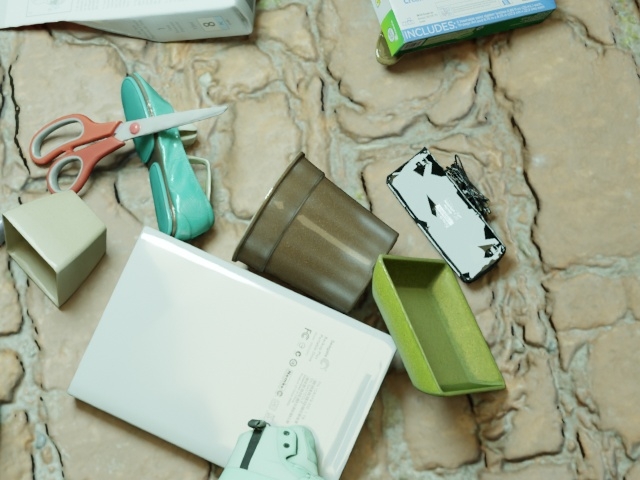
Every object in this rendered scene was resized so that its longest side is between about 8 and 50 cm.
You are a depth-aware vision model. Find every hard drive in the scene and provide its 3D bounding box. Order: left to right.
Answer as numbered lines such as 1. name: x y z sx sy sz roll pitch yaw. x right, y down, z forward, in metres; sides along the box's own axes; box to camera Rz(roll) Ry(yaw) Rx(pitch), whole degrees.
1. hard drive: -0.108 0.159 1.487 0.353 0.047 0.233 24 85 7

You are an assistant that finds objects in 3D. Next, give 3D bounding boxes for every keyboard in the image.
1. keyboard: 0.179 -0.037 1.593 0.100 0.038 0.192 -36 70 2

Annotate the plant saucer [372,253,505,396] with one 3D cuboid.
1. plant saucer: 0.138 0.113 1.480 0.045 0.188 0.188 -32 71 27

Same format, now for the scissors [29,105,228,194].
1. scissors: -0.259 -0.151 1.561 0.297 0.021 0.109 -26 73 21

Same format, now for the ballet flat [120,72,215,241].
1. ballet flat: -0.198 -0.113 1.595 0.087 0.083 0.247 -8 69 -29

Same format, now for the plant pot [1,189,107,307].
1. plant pot: -0.335 0.001 1.536 0.096 0.109 0.109 -38 75 -26

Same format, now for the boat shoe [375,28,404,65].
1. boat shoe: 0.112 -0.296 1.671 0.050 0.045 0.135 28 69 0

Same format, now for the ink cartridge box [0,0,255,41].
1. ink cartridge box: -0.275 -0.434 1.715 0.384 0.091 0.308 -2 70 16

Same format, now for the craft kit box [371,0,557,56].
1. craft kit box: 0.173 -0.399 1.659 0.249 0.061 0.247 -15 81 -21

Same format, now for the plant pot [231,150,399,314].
1. plant pot: 0.000 0.000 1.515 0.165 0.167 0.167 33 73 1

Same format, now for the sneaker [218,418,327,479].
1. sneaker: 0.001 0.275 1.360 0.255 0.094 0.151 3 48 17

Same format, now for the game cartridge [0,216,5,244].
1. game cartridge: -0.614 -0.045 1.569 0.355 0.068 0.230 38 70 12
